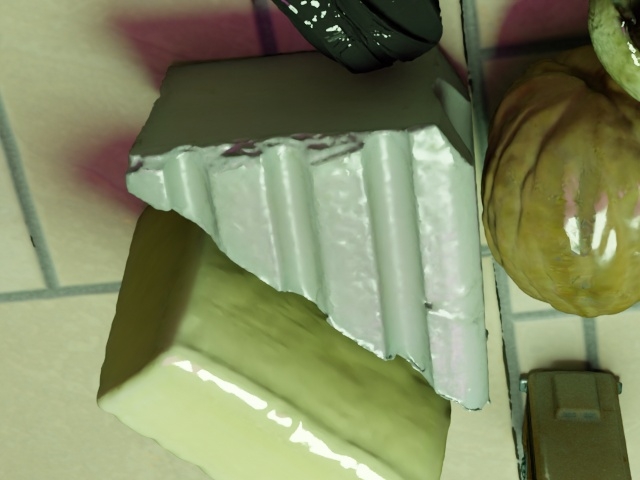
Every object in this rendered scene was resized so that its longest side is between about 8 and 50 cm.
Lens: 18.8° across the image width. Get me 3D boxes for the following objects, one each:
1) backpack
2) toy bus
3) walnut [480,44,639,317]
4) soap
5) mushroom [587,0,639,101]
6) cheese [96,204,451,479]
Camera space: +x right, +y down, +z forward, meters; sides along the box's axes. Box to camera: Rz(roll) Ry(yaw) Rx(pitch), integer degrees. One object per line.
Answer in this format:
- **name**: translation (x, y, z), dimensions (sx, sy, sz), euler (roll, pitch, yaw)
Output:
- **backpack**: translation (0.020, -0.198, 1.417), dimensions (0.120, 0.106, 0.165), euler (-11, 148, 22)
- **toy bus**: translation (0.219, 0.190, 1.674), dimensions (0.091, 0.182, 0.103), euler (1, 120, 2)
- **walnut**: translation (0.216, -0.041, 1.480), dimensions (0.213, 0.213, 0.213), euler (1, 129, 1)
- **soap**: translation (0.000, 0.000, 1.538), dimensions (0.257, 0.159, 0.302), euler (-5, 127, 5)
- **mushroom**: translation (0.337, -0.128, 1.389), dimensions (0.344, 0.248, 0.130), euler (17, 166, -14)
- **cheese**: translation (-0.029, 0.091, 1.558), dimensions (0.265, 0.242, 0.124), euler (34, 123, -22)
